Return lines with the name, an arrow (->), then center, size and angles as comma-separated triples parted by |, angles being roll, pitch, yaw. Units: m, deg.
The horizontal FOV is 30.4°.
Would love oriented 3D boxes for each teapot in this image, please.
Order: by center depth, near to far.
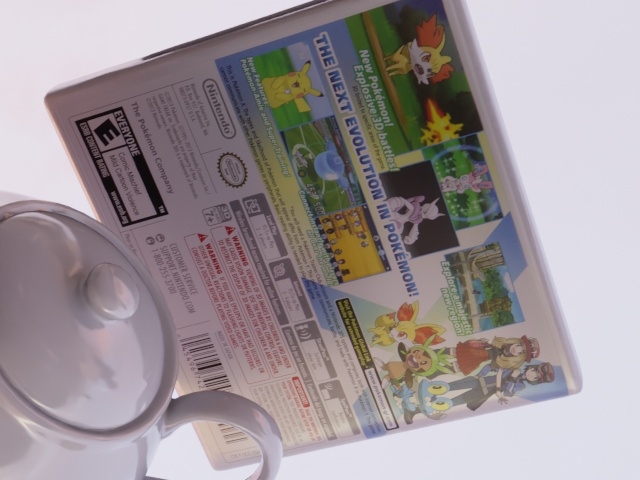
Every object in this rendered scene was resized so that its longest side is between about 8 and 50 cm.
teapot -> -0.172, 0.069, 0.699 | 0.187, 0.256, 0.253 | -29, -105, 31

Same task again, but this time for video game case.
video game case -> 0.000, 0.000, 0.845 | 0.299, 0.329, 0.036 | -15, -158, 16
